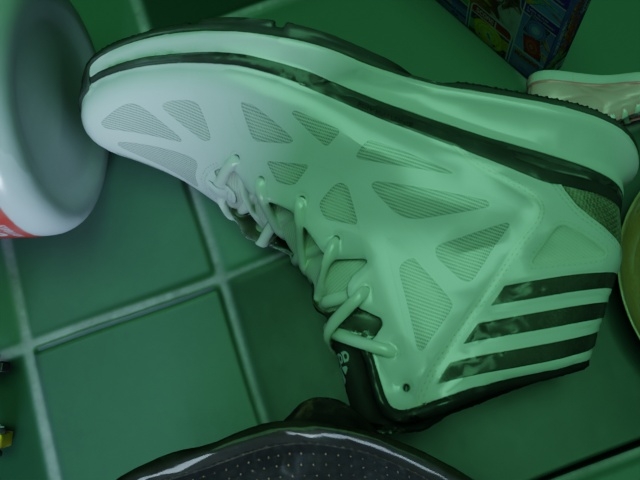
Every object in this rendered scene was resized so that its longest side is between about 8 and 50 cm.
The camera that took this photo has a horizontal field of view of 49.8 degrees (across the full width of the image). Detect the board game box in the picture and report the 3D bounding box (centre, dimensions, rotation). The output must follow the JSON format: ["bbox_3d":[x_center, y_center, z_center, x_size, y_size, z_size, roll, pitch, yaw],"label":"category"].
[{"bbox_3d":[0.140,-0.241,0.600,0.035,0.136,0.201,-40,74,-8],"label":"board game box"}]

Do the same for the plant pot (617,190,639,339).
[{"bbox_3d":[0.353,0.033,0.546,0.236,0.032,0.236,-2,72,6],"label":"plant pot"}]

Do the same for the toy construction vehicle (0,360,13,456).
[{"bbox_3d":[-0.299,0.132,0.580,0.098,0.035,0.086,4,84,10],"label":"toy construction vehicle"}]

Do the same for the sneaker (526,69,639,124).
[{"bbox_3d":[0.244,-0.105,0.592,0.134,0.051,0.070,6,74,11],"label":"sneaker"}]

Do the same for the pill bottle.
[{"bbox_3d":[-0.383,-0.099,0.567,0.362,0.210,0.210,-3,72,5],"label":"pill bottle"}]

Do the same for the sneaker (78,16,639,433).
[{"bbox_3d":[0.000,0.000,0.518,0.447,0.169,0.258,12,72,7],"label":"sneaker"}]

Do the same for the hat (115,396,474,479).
[{"bbox_3d":[0.007,0.195,0.440,0.331,0.331,0.134,0,34,5],"label":"hat"}]
